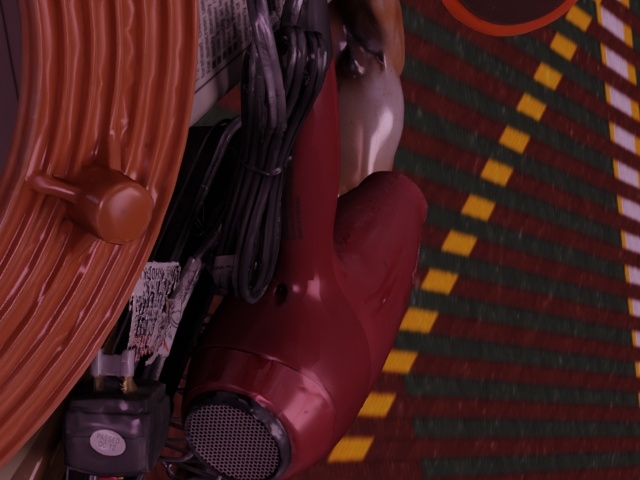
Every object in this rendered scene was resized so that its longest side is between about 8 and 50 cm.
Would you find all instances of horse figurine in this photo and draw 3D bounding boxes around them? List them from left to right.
[{"bbox_3d":[0.010,-0.073,1.049,0.174,0.066,0.263,-31,119,-78],"label":"horse figurine"}]

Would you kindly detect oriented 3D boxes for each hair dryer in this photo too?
[{"bbox_3d":[0.000,0.000,0.811,0.224,0.080,0.293,-66,168,4],"label":"hair dryer"}]

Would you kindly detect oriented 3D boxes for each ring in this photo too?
[{"bbox_3d":[-0.173,-0.036,0.510,0.336,0.032,0.337,-15,117,-32],"label":"ring"}]

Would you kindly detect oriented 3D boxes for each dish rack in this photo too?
[{"bbox_3d":[-0.059,0.088,0.948,0.271,0.074,0.208,63,42,-52],"label":"dish rack"}]

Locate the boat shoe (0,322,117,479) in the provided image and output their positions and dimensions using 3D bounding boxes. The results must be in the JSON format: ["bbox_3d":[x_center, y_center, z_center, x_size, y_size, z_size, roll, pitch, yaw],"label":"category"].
[{"bbox_3d":[-0.168,0.129,0.724,0.104,0.089,0.285,108,5,-63],"label":"boat shoe"}]

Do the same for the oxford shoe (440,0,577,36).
[{"bbox_3d":[0.048,-0.286,1.070,0.133,0.130,0.364,-105,173,-51],"label":"oxford shoe"}]

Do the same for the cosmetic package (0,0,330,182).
[{"bbox_3d":[-0.106,-0.118,0.718,0.296,0.129,0.153,-48,140,-53],"label":"cosmetic package"}]
